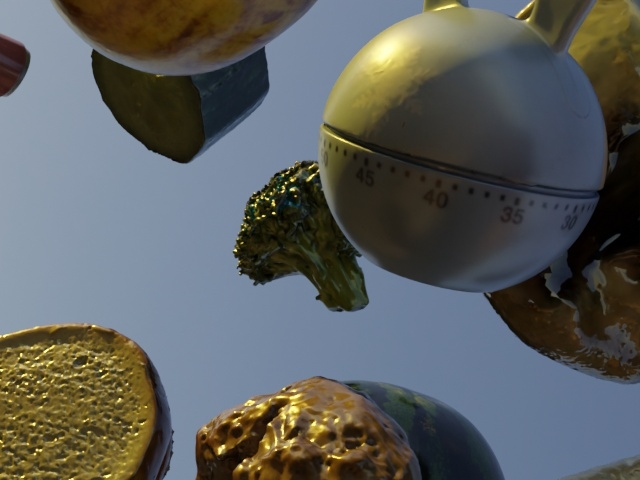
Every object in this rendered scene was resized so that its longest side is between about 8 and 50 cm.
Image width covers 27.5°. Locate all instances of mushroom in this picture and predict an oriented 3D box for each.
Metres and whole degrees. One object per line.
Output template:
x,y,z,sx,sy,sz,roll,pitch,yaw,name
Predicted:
0.213,-0.001,0.893,0.292,0.212,0.217,61,7,33,mushroom

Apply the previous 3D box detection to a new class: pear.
-0.116,-0.282,1.140,0.280,0.280,0.281,22,-62,50,pear

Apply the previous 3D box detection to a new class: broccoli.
0.000,0.000,1.285,0.154,0.167,0.160,125,-54,-71,broccoli

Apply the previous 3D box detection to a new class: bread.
-0.013,0.199,0.837,0.230,0.123,0.230,178,-90,-73,bread
-0.244,0.174,1.174,0.236,0.236,0.070,46,-23,37,bread

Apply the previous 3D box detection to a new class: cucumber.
-0.162,-0.191,1.525,0.191,0.130,0.191,22,-48,27,cucumber

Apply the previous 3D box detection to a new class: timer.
0.101,-0.092,0.725,0.175,0.175,0.255,20,-101,51,timer

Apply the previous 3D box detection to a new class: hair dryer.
-0.333,-0.175,1.172,0.154,0.106,0.054,20,-94,58,hair dryer

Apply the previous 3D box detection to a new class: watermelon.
0.037,0.249,1.147,0.269,0.269,0.269,22,-62,50,watermelon

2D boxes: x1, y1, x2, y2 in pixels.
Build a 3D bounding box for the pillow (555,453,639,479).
0.185,0.239,0.857,0.078,0.144,0.254,-123,-162,-55,pillow
